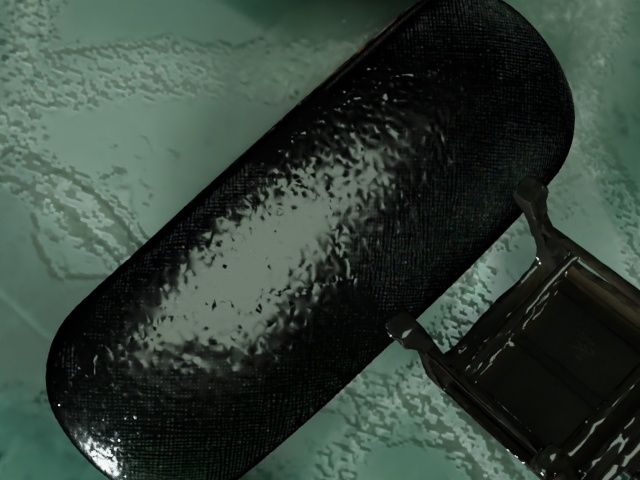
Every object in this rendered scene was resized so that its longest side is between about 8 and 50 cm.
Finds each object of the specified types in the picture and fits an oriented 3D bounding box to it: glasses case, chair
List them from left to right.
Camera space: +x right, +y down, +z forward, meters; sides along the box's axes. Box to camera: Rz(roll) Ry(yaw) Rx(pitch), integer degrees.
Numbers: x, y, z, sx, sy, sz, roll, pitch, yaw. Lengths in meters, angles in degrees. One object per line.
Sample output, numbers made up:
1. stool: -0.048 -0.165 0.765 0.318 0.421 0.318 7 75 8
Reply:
1. glasses case: 0.000 0.000 0.409 0.321 0.082 0.122 -43 104 -7
2. chair: 0.142 0.085 0.430 0.106 0.113 0.229 -45 143 -3
